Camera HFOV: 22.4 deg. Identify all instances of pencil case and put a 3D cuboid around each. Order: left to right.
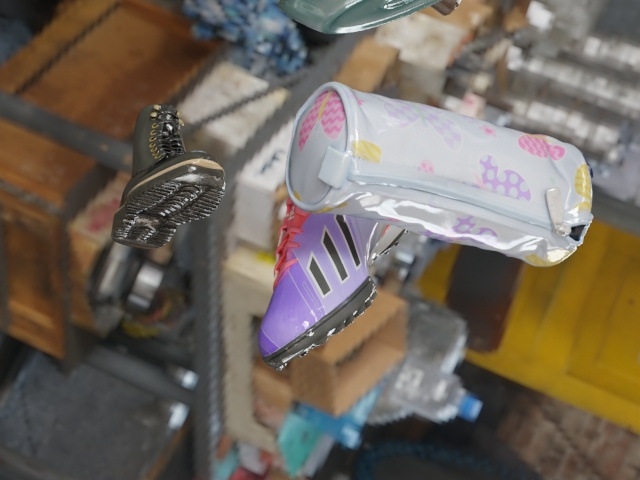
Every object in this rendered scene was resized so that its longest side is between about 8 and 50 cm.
[{"bbox_3d":[0.105,-0.053,1.399,0.113,0.273,0.124,-59,-148,30],"label":"pencil case"}]

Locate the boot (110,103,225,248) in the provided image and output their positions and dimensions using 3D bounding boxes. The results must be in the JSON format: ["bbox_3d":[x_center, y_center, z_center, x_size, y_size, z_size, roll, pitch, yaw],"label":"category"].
[{"bbox_3d":[-0.144,-0.085,1.522,0.198,0.077,0.137,-28,-128,56],"label":"boot"}]

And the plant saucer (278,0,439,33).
[{"bbox_3d":[0.038,-0.130,0.813,0.021,0.119,0.119,69,21,5],"label":"plant saucer"}]

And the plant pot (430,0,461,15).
[{"bbox_3d":[0.120,-0.359,1.882,0.167,0.165,0.167,-51,-170,12],"label":"plant pot"}]

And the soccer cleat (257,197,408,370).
[{"bbox_3d":[0.000,0.000,1.469,0.108,0.116,0.318,-30,-165,34],"label":"soccer cleat"}]
